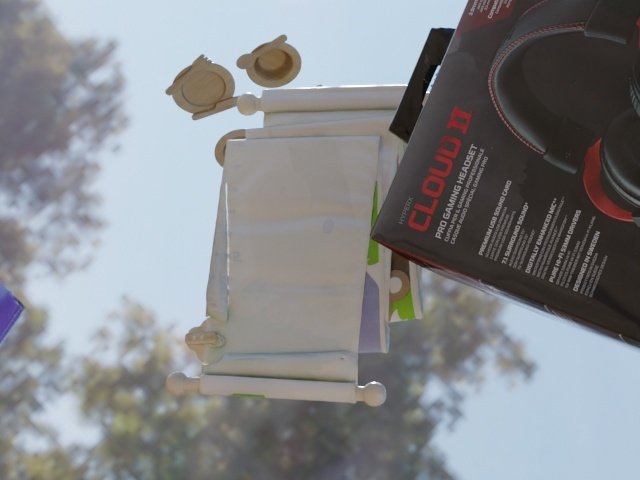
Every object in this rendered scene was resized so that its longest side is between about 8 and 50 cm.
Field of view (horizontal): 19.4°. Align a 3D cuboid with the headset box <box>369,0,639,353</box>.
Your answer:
[{"bbox_3d":[0.184,-0.051,1.145,0.293,0.218,0.110,22,-2,23],"label":"headset box"}]

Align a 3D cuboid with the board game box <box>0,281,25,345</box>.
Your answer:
[{"bbox_3d":[-0.210,0.039,0.461,0.056,0.347,0.208,-33,-73,28],"label":"board game box"}]

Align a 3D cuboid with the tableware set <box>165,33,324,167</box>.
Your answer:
[{"bbox_3d":[-0.062,-0.135,1.865,0.168,0.141,0.020,52,16,-40],"label":"tableware set"}]

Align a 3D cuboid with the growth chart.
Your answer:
[{"bbox_3d":[0.000,0.000,1.259,0.172,0.237,0.021,8,-15,13],"label":"growth chart"}]
